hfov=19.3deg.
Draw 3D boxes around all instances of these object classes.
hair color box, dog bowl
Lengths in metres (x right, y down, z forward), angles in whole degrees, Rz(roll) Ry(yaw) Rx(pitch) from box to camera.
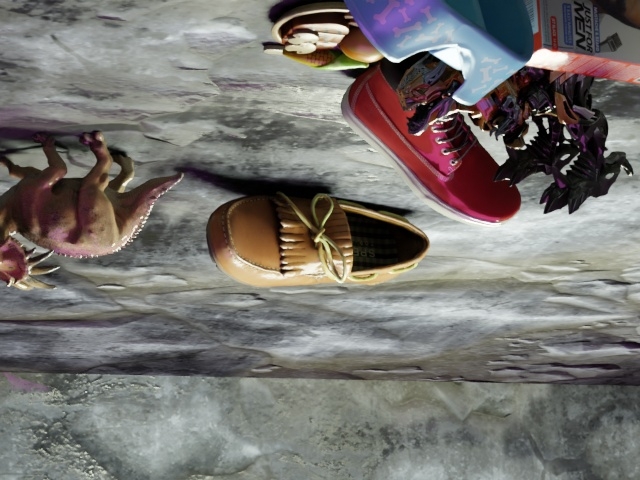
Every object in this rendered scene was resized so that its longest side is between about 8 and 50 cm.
[{"bbox_3d":[0.281,-0.220,1.927,0.167,0.093,0.053,6,163,-28],"label":"hair color box"},{"bbox_3d":[0.109,-0.234,1.750,0.074,0.166,0.297,-23,156,24],"label":"dog bowl"}]

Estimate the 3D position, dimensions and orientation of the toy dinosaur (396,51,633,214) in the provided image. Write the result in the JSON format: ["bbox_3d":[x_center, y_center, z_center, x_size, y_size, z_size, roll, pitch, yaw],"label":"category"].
[{"bbox_3d":[0.247,-0.157,2.006,0.322,0.218,0.164,-9,-159,6],"label":"toy dinosaur"}]

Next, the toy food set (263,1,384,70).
[{"bbox_3d":[0.014,-0.217,2.005,0.132,0.038,0.192,2,164,-13],"label":"toy food set"}]

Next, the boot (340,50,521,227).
[{"bbox_3d":[0.149,-0.119,2.115,0.244,0.088,0.176,39,153,-5],"label":"boot"}]

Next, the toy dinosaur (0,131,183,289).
[{"bbox_3d":[-0.320,-0.022,2.364,0.296,0.200,0.127,-1,164,-5],"label":"toy dinosaur"}]

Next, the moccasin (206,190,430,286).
[{"bbox_3d":[0.000,0.003,2.607,0.380,0.139,0.147,13,158,-43],"label":"moccasin"}]
